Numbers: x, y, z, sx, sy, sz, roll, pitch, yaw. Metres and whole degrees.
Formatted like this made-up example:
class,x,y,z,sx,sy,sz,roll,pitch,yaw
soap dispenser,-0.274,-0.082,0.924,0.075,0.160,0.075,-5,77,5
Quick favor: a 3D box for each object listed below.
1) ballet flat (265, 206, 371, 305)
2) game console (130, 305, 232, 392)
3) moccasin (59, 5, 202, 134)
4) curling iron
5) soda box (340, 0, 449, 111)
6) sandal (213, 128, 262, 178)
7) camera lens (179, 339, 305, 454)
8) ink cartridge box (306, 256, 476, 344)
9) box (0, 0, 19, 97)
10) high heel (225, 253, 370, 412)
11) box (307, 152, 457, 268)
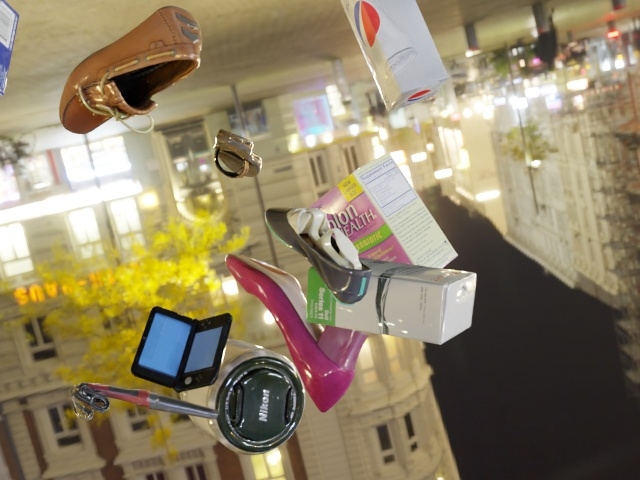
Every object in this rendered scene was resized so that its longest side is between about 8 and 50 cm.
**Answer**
class,x,y,z,sx,sy,sz,roll,pitch,yaw
ballet flat,0.000,0.000,1.047,0.074,0.074,0.203,-19,-128,-34
game console,-0.196,0.148,1.100,0.107,0.071,0.122,-17,-137,29
moccasin,-0.370,-0.296,1.481,0.380,0.147,0.139,-22,159,27
curling iron,-0.316,0.300,1.383,0.274,0.068,0.035,14,144,-27
soda box,0.116,-0.379,1.340,0.098,0.286,0.091,-20,172,-13
sandal,-0.159,-0.148,1.425,0.090,0.060,0.219,19,172,-2
camera lens,-0.177,0.335,1.682,0.219,0.219,0.274,-17,-171,-26
ink cartridge box,0.106,0.082,1.117,0.208,0.086,0.153,7,-173,27
box,-0.448,-0.282,0.893,0.037,0.136,0.225,-9,152,16
high heel,-0.083,0.166,1.495,0.377,0.181,0.127,31,-172,37
box,0.105,-0.009,1.502,0.117,0.243,0.213,-31,178,-40
